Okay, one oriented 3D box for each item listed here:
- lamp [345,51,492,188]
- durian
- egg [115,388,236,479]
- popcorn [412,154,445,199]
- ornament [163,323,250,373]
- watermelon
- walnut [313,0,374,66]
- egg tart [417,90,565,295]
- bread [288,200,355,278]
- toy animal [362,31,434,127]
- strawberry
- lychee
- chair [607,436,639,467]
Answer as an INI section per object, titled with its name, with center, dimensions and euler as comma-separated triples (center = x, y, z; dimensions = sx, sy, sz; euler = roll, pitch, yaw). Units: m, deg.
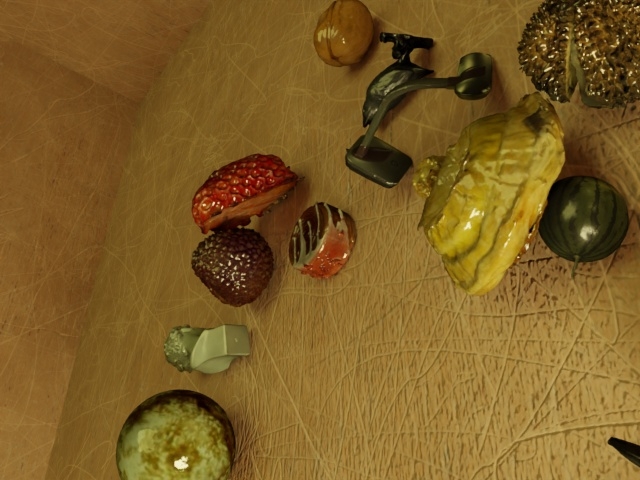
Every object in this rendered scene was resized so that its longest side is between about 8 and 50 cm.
[lamp]
center = 0.179, -0.237, 1.155
dimensions = 0.283, 0.124, 0.203
euler = -46, 3, 40
[durian]
center = 0.345, -0.261, 0.823
dimensions = 0.196, 0.196, 0.167
euler = -16, 49, 54
[egg]
center = -0.294, 0.426, 1.325
dimensions = 0.289, 0.238, 0.238
euler = 150, 142, -82
[popcorn]
center = 0.196, -0.108, 1.101
dimensions = 0.083, 0.057, 0.082
euler = -47, 27, 36
[ornament]
center = -0.281, 0.259, 1.534
dimensions = 0.285, 0.130, 0.121
euler = -13, 71, 55
[watermelon]
center = 0.317, -0.015, 0.782
dimensions = 0.105, 0.105, 0.133
euler = -18, 54, 53
[walnut]
center = 0.058, -0.502, 1.548
dimensions = 0.144, 0.144, 0.180
euler = -32, 40, 45
[egg tart]
center = 0.220, -0.071, 0.868
dimensions = 0.290, 0.115, 0.290
euler = -160, 90, -88
[bread]
center = 0.000, 0.000, 1.323
dimensions = 0.160, 0.073, 0.161
euler = -38, 39, 39
[toy animal]
center = 0.163, -0.317, 1.317
dimensions = 0.117, 0.121, 0.210
euler = 27, 115, 18
[strawberry]
center = -0.212, -0.118, 1.554
dimensions = 0.150, 0.280, 0.253
euler = 60, 150, 6
[lychee]
center = -0.193, 0.054, 1.487
dimensions = 0.188, 0.188, 0.188
euler = -38, 39, 39
[chair]
center = 0.252, 0.378, 0.469
dimensions = 0.226, 0.226, 0.401
euler = 18, 84, 61
